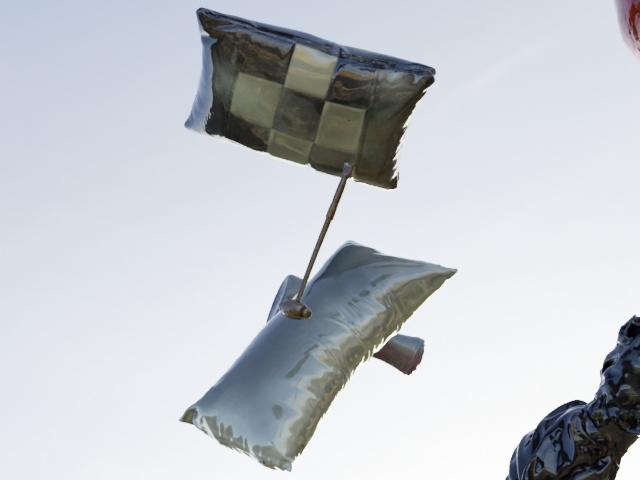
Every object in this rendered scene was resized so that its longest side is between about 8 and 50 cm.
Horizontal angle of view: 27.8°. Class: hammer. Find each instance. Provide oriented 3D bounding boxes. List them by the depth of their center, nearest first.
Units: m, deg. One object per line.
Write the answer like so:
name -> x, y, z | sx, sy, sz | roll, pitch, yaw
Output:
hammer -> 0.000, 0.000, 0.953 | 0.014, 0.029, 0.123 | 27, -98, -57

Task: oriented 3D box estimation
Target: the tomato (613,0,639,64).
tomato -> 0.366, -0.223, 1.156 | 0.180, 0.260, 0.260 | -18, -23, 40

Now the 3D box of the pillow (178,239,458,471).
pillow -> 0.002, 0.093, 1.134 | 0.254, 0.144, 0.078 | -46, -60, -28

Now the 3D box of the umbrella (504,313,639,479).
umbrella -> 0.265, 0.184, 1.225 | 0.272, 0.122, 0.110 | -50, -31, 15

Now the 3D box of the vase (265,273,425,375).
vase -> 0.037, 0.124, 1.786 | 0.214, 0.086, 0.086 | 23, -42, -9

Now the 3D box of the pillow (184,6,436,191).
pillow -> -0.018, -0.147, 1.350 | 0.250, 0.106, 0.186 | 17, -38, -1
